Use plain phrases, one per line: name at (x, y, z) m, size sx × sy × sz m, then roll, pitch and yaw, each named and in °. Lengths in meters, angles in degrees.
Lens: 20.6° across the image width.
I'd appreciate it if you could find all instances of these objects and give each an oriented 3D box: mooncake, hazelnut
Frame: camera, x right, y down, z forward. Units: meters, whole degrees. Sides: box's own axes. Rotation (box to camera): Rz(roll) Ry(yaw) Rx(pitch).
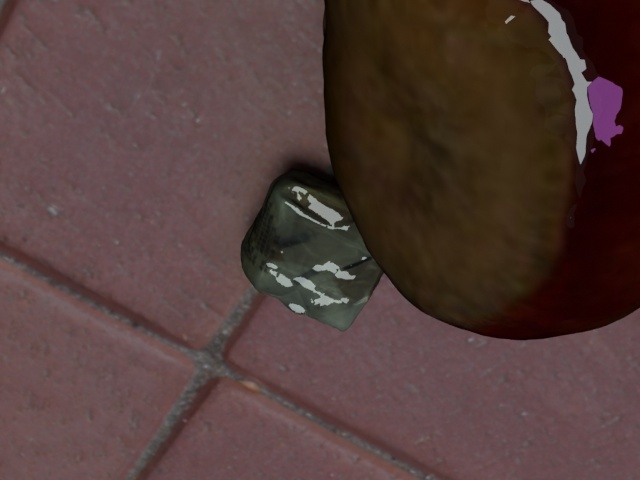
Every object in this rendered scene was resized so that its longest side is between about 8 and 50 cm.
mooncake at (0.000, 0.000, 1.588) m, size 0.130 × 0.073 × 0.125 m, roll 25°, pitch 120°, yaw -8°
hazelnut at (0.163, -0.133, 1.335) m, size 0.359 × 0.359 × 0.409 m, roll 8°, pitch 119°, yaw 5°
